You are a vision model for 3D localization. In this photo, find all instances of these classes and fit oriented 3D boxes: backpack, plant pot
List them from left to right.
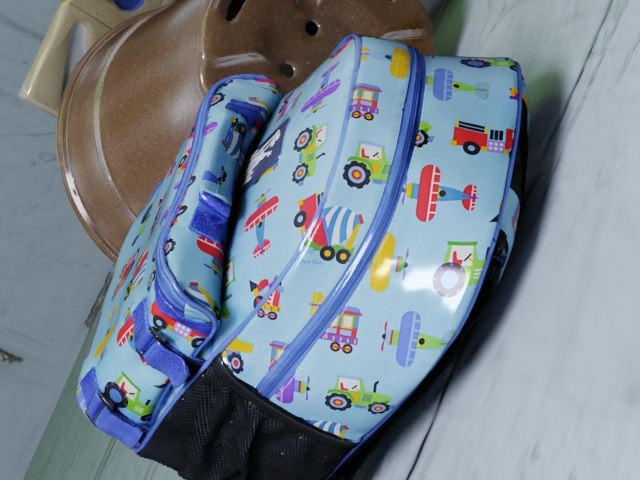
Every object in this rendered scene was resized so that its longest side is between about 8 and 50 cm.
[{"bbox_3d":[-0.029,-0.064,0.855,0.165,0.167,0.167,-26,40,62],"label":"plant pot"},{"bbox_3d":[0.000,0.000,0.629,0.173,0.117,0.158,-51,18,47],"label":"backpack"}]

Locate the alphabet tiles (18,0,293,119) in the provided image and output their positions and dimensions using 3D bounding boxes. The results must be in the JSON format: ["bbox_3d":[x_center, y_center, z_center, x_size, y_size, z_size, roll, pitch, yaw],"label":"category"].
[{"bbox_3d":[-0.041,-0.200,0.978,0.011,0.285,0.343,16,80,43],"label":"alphabet tiles"}]
